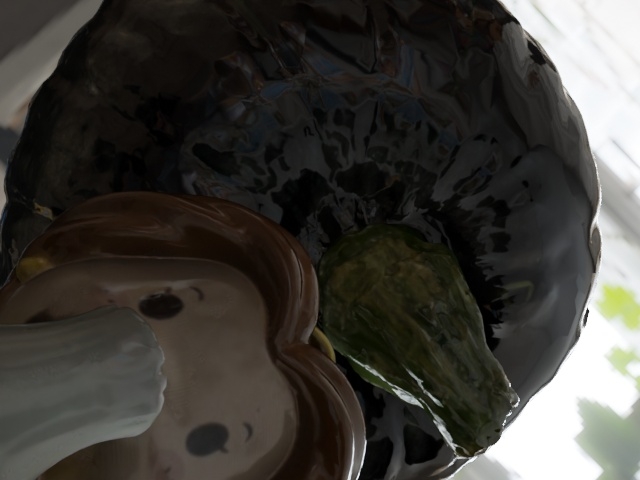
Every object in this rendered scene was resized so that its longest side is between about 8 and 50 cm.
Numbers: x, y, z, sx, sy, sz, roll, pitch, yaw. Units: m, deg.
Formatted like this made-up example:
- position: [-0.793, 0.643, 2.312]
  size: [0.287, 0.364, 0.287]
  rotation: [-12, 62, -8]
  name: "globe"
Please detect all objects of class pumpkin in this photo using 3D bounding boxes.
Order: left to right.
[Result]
- position: [0.000, 0.000, 0.810]
  size: [0.296, 0.296, 0.296]
  rotation: [-45, -179, 1]
  name: "pumpkin"

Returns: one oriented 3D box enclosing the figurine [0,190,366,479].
- position: [-0.095, 0.062, 0.560]
  size: [0.263, 0.142, 0.189]
  rotation: [-10, 171, -46]
  name: "figurine"
